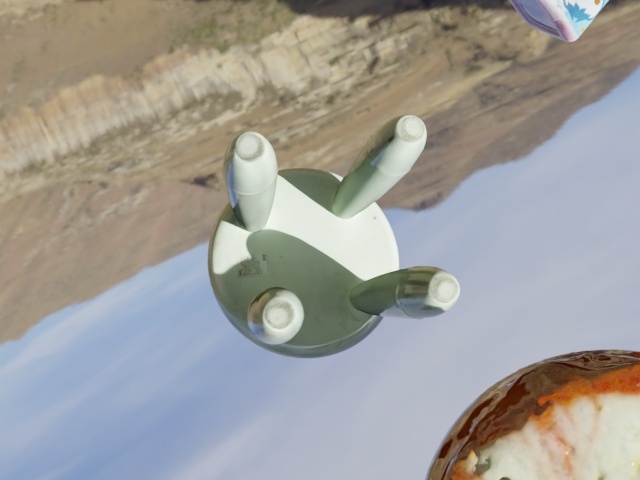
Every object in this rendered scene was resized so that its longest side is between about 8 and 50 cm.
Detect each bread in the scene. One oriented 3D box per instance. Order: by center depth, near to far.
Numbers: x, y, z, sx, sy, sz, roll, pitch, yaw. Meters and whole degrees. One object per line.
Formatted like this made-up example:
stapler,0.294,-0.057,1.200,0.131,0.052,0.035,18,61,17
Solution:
bread,0.231,0.245,0.681,0.295,0.328,0.114,-48,-176,11

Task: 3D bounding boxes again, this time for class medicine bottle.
medicine bottle,0.313,-0.351,1.081,0.188,0.119,0.094,-52,-134,4

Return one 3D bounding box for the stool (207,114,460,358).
stool,0.000,0.000,0.823,0.195,0.195,0.198,-8,167,-13
